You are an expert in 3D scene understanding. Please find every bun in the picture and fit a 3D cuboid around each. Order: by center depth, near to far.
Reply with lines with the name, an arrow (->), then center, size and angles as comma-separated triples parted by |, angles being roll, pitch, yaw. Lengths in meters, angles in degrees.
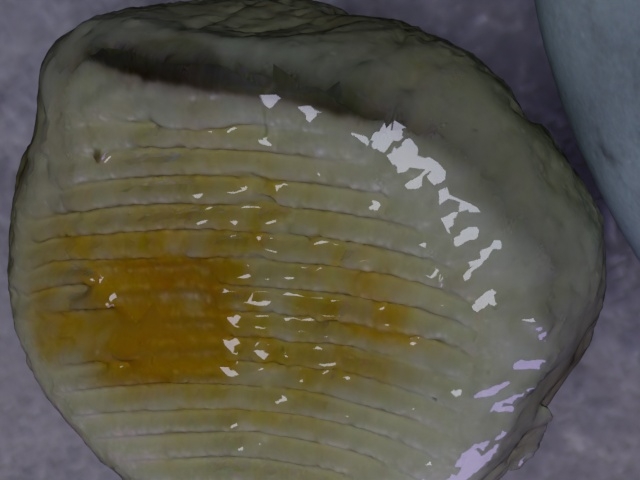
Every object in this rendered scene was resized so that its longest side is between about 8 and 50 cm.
bun -> 0.000, 0.000, 0.688 | 0.244, 0.153, 0.244 | 12, 121, 21

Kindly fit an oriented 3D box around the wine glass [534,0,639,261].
wine glass -> 0.146, -0.116, 0.633 | 0.190, 0.190, 0.357 | -33, 88, 12
